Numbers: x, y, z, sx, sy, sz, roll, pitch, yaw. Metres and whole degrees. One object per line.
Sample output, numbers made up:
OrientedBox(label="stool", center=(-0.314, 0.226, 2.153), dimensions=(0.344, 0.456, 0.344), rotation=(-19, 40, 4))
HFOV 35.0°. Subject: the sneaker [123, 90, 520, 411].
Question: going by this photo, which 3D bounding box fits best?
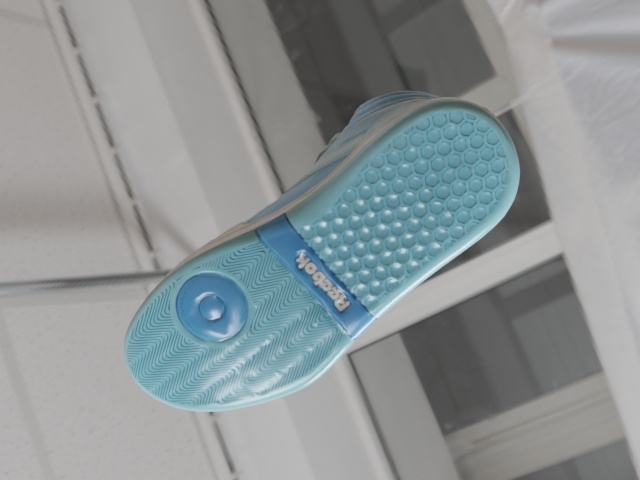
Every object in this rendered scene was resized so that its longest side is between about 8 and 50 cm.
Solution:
OrientedBox(label="sneaker", center=(0.000, 0.000, 0.783), dimensions=(0.127, 0.319, 0.208), rotation=(56, -171, -12))
